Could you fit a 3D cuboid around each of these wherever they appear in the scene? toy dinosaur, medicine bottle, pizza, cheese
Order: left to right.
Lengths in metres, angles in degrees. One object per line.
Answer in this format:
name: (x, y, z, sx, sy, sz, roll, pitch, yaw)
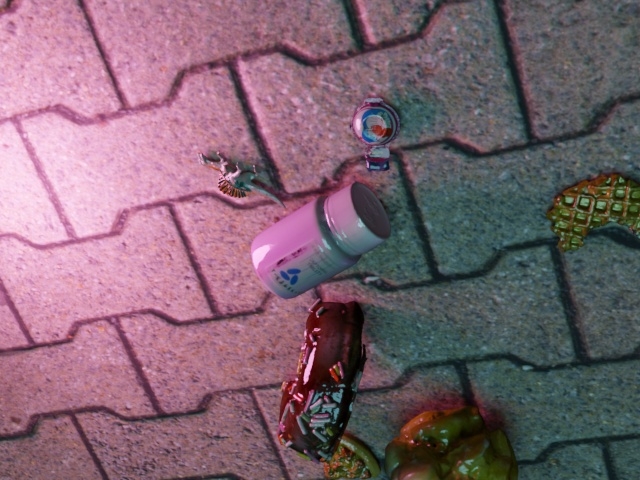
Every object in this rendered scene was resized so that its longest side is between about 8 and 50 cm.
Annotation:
toy dinosaur: (-0.163, -0.115, 1.766, 0.106, 0.044, 0.187, -22, 125, 38)
medicine bottle: (0.000, 0.000, 1.721, 0.254, 0.152, 0.152, -29, 109, 27)
pizza: (0.057, 0.515, 2.060, 0.175, 0.046, 0.134, 30, 122, -4)
cheese: (0.103, -0.197, 1.648, 0.095, 0.038, 0.145, 1, 118, 14)

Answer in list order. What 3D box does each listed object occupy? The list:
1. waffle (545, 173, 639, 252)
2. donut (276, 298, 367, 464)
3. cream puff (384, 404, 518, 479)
waffle: (0.519, -0.043, 1.624, 0.194, 0.051, 0.149, -23, 110, 24)
donut: (-0.004, 0.313, 1.838, 0.136, 0.259, 0.345, 15, 123, -4)
cream puff: (0.303, 0.502, 1.849, 0.257, 0.324, 0.291, -43, 111, -1)
